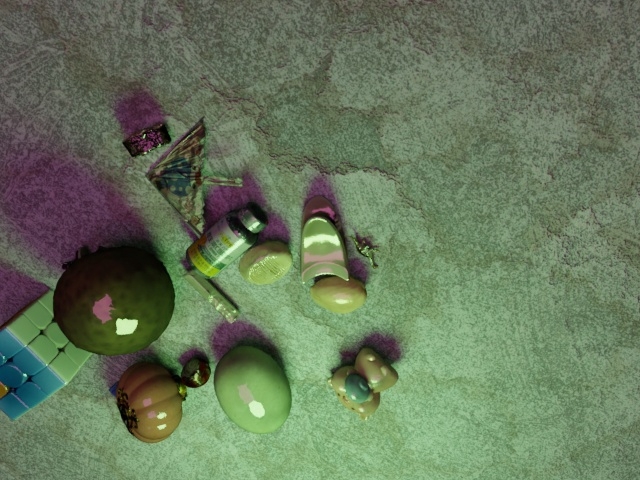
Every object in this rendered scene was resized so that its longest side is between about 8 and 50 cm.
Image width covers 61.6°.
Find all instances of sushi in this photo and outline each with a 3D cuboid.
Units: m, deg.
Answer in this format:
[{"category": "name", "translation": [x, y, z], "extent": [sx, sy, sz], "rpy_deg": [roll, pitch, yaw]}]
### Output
[{"category": "sushi", "translation": [-0.564, -0.328, 1.745], "extent": [0.150, 0.090, 0.078], "rpy_deg": [-21, 112, 10]}]

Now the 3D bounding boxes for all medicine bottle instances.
[{"category": "medicine bottle", "translation": [-0.313, -0.004, 1.827], "extent": [0.293, 0.141, 0.141], "rpy_deg": [-39, 104, 16]}]

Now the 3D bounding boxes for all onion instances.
[{"category": "onion", "translation": [-0.473, 0.512, 2.057], "extent": [0.117, 0.118, 0.118], "rpy_deg": [-36, 105, 4]}]

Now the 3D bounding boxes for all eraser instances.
[{"category": "eraser", "translation": [-0.797, 0.593, 2.152], "extent": [0.085, 0.027, 0.063], "rpy_deg": [-39, 103, 17]}]

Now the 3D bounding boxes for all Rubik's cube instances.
[{"category": "Rubik's cube", "translation": [-1.052, 0.411, 1.956], "extent": [0.292, 0.291, 0.290], "rpy_deg": [-34, 106, 16]}]

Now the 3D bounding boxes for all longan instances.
[{"category": "longan", "translation": [-0.693, 0.199, 1.815], "extent": [0.391, 0.391, 0.391], "rpy_deg": [1, 111, 3]}]

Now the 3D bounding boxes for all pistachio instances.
[{"category": "pistachio", "translation": [0.064, 0.191, 1.889], "extent": [0.201, 0.117, 0.145], "rpy_deg": [-3, 99, 4]}]

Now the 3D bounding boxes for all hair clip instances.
[{"category": "hair clip", "translation": [0.002, -0.002, 1.833], "extent": [0.173, 0.113, 0.282], "rpy_deg": [-5, 115, 7]}]

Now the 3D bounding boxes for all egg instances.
[{"category": "egg", "translation": [-0.248, 0.552, 1.980], "extent": [0.259, 0.258, 0.352], "rpy_deg": [-19, 109, 11]}]

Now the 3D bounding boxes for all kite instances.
[{"category": "kite", "translation": [-0.425, -0.206, 1.779], "extent": [0.369, 0.014, 0.406], "rpy_deg": [5, 98, 16]}]

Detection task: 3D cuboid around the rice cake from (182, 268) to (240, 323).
[{"category": "rice cake", "translation": [-0.395, 0.199, 1.955], "extent": [0.256, 0.057, 0.052], "rpy_deg": [47, 133, -13]}]

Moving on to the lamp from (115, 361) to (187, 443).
[{"category": "lamp", "translation": [-0.631, 0.604, 2.032], "extent": [0.305, 0.240, 0.305], "rpy_deg": [19, 115, 45]}]

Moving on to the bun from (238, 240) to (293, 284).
[{"category": "bun", "translation": [-0.191, 0.071, 1.854], "extent": [0.188, 0.111, 0.164], "rpy_deg": [-37, 139, 13]}]

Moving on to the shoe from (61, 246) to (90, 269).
[{"category": "shoe", "translation": [-0.890, 0.098, 1.945], "extent": [0.099, 0.071, 0.169], "rpy_deg": [11, 115, 2]}]

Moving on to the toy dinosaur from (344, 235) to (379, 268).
[{"category": "toy dinosaur", "translation": [0.156, 0.028, 1.865], "extent": [0.058, 0.037, 0.180], "rpy_deg": [-39, 105, 12]}]

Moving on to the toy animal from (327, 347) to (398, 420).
[{"category": "toy animal", "translation": [0.161, 0.516, 1.985], "extent": [0.210, 0.229, 0.221], "rpy_deg": [42, 67, 16]}]
